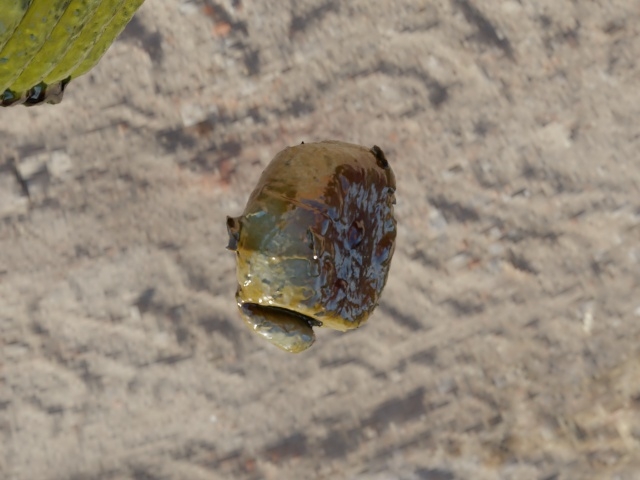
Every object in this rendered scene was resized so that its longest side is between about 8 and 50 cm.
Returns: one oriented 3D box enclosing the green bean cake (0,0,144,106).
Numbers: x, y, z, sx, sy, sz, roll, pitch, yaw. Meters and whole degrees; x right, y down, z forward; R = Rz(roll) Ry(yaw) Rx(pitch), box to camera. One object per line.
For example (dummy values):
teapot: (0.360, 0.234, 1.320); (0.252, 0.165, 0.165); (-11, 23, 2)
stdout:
green bean cake: (-0.263, -0.258, 1.089); (0.202, 0.285, 0.310); (-46, 177, 18)

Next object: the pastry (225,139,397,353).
pastry: (0.000, 0.000, 1.518); (0.100, 0.229, 0.218); (8, 152, 30)
